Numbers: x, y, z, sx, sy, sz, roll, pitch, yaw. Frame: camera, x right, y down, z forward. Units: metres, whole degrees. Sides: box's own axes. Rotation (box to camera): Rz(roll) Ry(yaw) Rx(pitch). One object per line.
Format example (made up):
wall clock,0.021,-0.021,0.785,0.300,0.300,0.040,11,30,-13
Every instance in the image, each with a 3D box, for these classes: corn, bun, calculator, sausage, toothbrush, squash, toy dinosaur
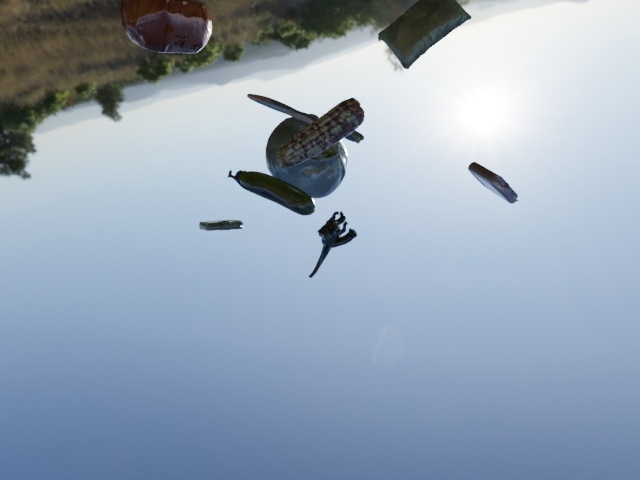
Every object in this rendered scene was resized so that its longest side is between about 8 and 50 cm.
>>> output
corn,-0.001,-0.247,1.152,0.237,0.079,0.079,-33,-160,-1
bun,-0.038,-0.345,1.954,0.362,0.361,0.211,-30,174,-38
calculator,0.444,-0.151,1.271,0.032,0.100,0.175,-47,-156,11
sausage,-0.403,-0.586,1.319,0.153,0.141,0.268,32,-151,21
toothbrush,-0.048,-0.356,1.415,0.376,0.028,0.037,25,-130,13
squash,-0.165,-0.174,1.669,0.332,0.087,0.087,24,-149,12
toy dinosaur,0.000,0.000,1.282,0.179,0.087,0.187,-34,156,5

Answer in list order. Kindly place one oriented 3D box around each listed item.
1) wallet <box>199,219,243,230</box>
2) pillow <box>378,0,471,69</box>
wallet,-0.398,-0.063,1.981,0.155,0.039,0.110,-5,-172,-30
pillow,0.377,-0.786,1.815,0.303,0.184,0.075,-37,171,11
